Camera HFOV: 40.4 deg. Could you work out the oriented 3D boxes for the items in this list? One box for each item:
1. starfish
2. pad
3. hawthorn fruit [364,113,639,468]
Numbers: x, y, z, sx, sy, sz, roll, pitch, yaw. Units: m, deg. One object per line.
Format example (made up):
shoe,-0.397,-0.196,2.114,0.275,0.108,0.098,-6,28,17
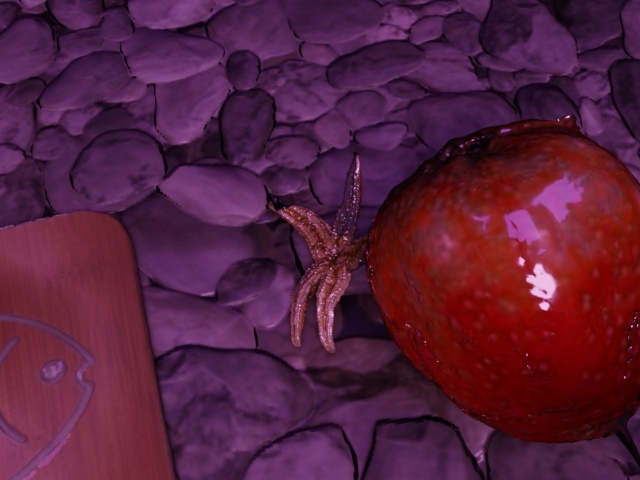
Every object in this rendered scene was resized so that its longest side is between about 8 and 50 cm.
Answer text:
starfish,0.005,0.000,0.620,0.133,0.041,0.130,-59,39,12
pad,-0.247,0.113,0.566,0.284,0.018,0.286,-14,55,-7
hawthorn fruit,0.129,0.046,0.515,0.181,0.181,0.235,-26,94,-16
